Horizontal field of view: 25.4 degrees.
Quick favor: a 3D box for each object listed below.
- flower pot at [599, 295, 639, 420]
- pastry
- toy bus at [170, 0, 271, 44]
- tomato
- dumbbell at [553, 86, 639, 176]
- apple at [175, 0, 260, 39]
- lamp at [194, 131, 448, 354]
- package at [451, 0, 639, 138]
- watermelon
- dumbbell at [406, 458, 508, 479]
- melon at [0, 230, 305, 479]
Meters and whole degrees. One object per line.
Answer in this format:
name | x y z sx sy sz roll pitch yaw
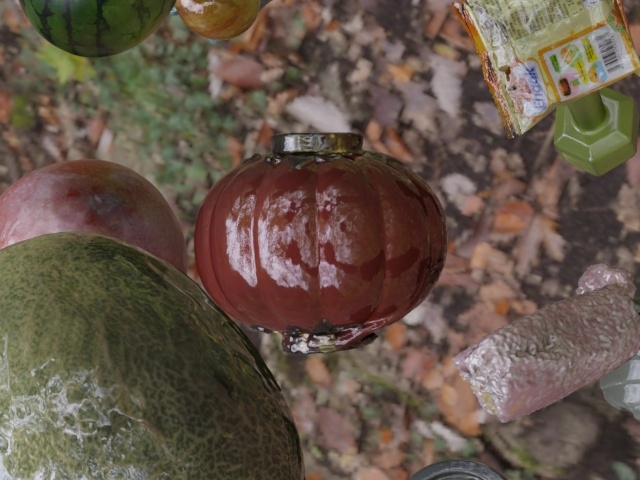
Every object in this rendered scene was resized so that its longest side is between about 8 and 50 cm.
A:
flower pot | 0.442 0.159 1.797 0.235 0.235 0.141 29 102 46
pastry | 0.257 0.110 1.499 0.112 0.265 0.103 50 142 13
toy bus | -0.068 -0.404 1.554 0.183 0.199 0.343 39 72 19
tomato | -0.298 0.018 1.821 0.227 0.270 0.270 -57 42 47
dumbbell | 0.331 -0.193 1.809 0.121 0.302 0.108 30 80 30
apple | -0.097 -0.231 1.336 0.071 0.084 0.084 -26 59 20
lamp | 0.000 0.000 1.676 0.303 0.303 0.257 0 95 45
package | 0.168 -0.145 1.020 0.031 0.120 0.108 -145 31 -79
watermelon | -0.181 -0.235 1.157 0.187 0.140 0.141 108 151 -55
dumbbell | 0.197 0.425 1.863 0.179 0.406 0.179 -6 58 10
melon | -0.151 0.137 0.984 0.248 0.248 0.329 -51 52 21
